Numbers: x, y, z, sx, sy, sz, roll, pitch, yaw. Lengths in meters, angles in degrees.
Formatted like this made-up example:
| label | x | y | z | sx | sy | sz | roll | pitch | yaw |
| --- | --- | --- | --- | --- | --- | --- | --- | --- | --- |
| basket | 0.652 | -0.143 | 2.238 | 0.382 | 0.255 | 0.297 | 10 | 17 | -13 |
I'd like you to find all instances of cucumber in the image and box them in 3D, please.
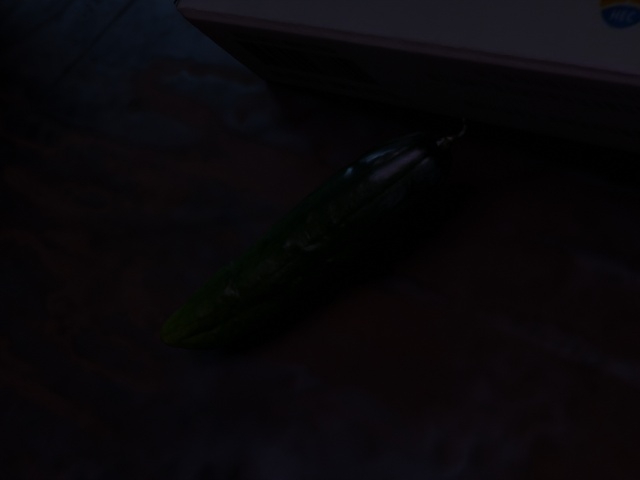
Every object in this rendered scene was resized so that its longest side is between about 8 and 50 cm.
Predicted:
| label | x | y | z | sx | sy | sz | roll | pitch | yaw |
| --- | --- | --- | --- | --- | --- | --- | --- | --- | --- |
| cucumber | 0.000 | 0.000 | 0.583 | 0.168 | 0.039 | 0.039 | -37 | 54 | 23 |

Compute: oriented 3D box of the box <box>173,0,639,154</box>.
| label | x | y | z | sx | sy | sz | roll | pitch | yaw |
| --- | --- | --- | --- | --- | --- | --- | --- | --- | --- |
| box | 0.098 | -0.141 | 0.527 | 0.343 | 0.065 | 0.200 | 18 | 79 | 50 |
